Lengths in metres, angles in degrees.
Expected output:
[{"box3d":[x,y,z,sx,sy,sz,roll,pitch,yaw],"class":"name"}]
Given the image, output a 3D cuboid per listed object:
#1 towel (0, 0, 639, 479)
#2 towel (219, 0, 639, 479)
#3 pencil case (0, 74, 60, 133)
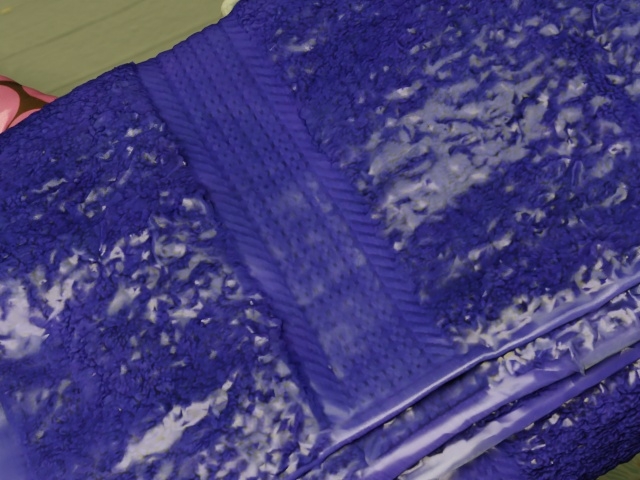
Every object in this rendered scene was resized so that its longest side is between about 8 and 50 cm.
[{"box3d":[0.017,-0.006,0.531,0.308,0.076,0.228,-30,65,-2],"class":"towel"},{"box3d":[0.110,0.046,0.734,0.320,0.374,0.090,23,65,22],"class":"towel"},{"box3d":[-0.249,-0.071,1.041,0.209,0.095,0.098,17,27,21],"class":"pencil case"}]
